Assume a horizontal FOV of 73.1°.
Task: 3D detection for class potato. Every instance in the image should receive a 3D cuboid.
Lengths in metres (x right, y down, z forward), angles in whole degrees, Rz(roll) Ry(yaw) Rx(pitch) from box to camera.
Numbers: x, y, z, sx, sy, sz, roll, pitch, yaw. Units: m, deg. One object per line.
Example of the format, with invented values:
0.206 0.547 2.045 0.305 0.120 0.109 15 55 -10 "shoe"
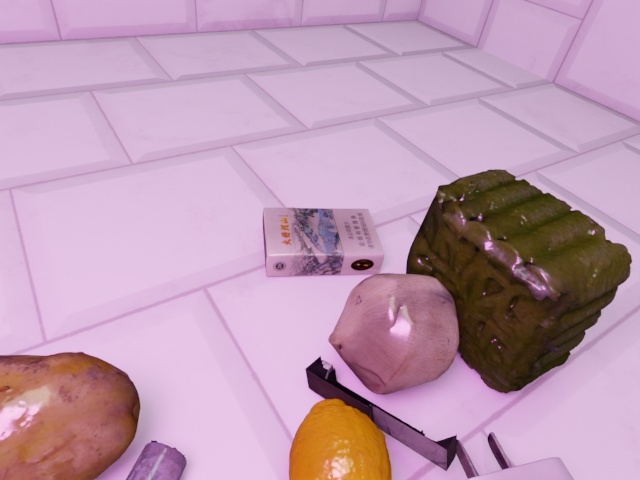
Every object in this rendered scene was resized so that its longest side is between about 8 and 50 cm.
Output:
-0.369 0.237 0.541 0.265 0.229 0.229 -11 45 -25 "potato"

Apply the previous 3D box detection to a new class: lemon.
0.025 0.305 0.592 0.142 0.142 0.187 1 40 -9 "lemon"

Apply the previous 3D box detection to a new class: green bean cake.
0.315 0.075 0.777 0.218 0.319 0.335 -16 43 -22 "green bean cake"

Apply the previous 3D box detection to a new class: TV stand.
0.083 0.256 0.664 0.256 0.049 0.040 18 37 40 "TV stand"

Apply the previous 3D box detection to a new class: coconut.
0.119 0.152 0.731 0.224 0.224 0.224 5 41 -5 "coconut"

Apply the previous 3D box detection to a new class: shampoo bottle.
-0.242 0.364 0.529 0.072 0.072 0.214 15 42 6 "shampoo bottle"

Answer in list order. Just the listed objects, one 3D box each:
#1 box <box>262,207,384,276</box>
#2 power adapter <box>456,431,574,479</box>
0.000 0.000 0.984 0.256 0.069 0.164 0 42 -11 "box"
0.261 0.380 0.560 0.186 0.124 0.255 -4 43 -15 "power adapter"
